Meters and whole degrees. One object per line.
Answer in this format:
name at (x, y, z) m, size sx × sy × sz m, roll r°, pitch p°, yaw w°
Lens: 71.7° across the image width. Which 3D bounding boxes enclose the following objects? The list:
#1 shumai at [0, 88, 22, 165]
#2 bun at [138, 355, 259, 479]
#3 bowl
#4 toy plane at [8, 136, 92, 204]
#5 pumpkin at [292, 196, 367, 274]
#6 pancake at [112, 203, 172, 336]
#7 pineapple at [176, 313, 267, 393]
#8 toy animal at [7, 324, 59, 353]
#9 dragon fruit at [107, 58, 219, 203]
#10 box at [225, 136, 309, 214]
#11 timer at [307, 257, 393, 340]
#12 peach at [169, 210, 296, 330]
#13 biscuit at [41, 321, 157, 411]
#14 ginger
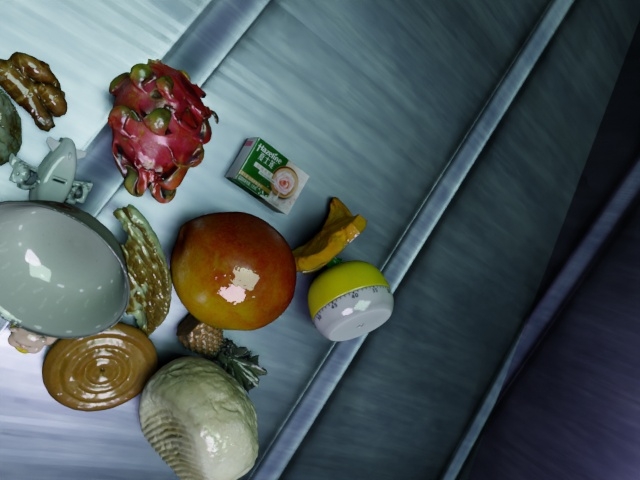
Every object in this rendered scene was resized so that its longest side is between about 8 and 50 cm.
shumai at (-0.669, -0.229, 0.853) m, size 0.183 × 0.141 × 0.184 m, roll -5°, pitch 101°, yaw -30°
bun at (-0.295, 0.458, 1.135) m, size 0.227 × 0.348 × 0.353 m, roll -33°, pitch 95°, yaw -44°
bowl at (-0.547, 0.035, 0.944) m, size 0.336 × 0.158 × 0.338 m, roll 1°, pitch 122°, yaw 1°
toy plane at (-0.581, -0.143, 0.967) m, size 0.174 × 0.080 × 0.174 m, roll -26°, pitch 125°, yaw -44°
pumpkin at (0.020, -0.010, 1.290) m, size 0.290 × 0.258 × 0.095 m, roll -45°, pitch 106°, yaw -13°
pancake at (-0.440, 0.086, 1.069) m, size 0.054 × 0.197 × 0.377 m, roll -57°, pitch 161°, yaw -61°
pineapple at (-0.270, 0.308, 1.242) m, size 0.277 × 0.118 × 0.130 m, roll 54°, pitch 50°, yaw -28°
toy animal at (-0.643, 0.223, 0.998) m, size 0.114 × 0.082 × 0.092 m, roll 26°, pitch 86°, yaw -35°
dragon fruit at (-0.361, -0.239, 1.001) m, size 0.227 × 0.242 × 0.308 m, roll -51°, pitch 127°, yaw -61°
box at (-0.147, -0.179, 1.247) m, size 0.199 × 0.081 × 0.135 m, roll 34°, pitch 81°, yaw -35°
timer at (0.076, 0.149, 1.389) m, size 0.284 × 0.285 × 0.286 m, roll -7°, pitch 104°, yaw -32°
peach at (-0.222, 0.073, 1.131) m, size 0.332 × 0.307 × 0.308 m, roll 40°, pitch 77°, yaw -20°
biscuit at (-0.532, 0.316, 1.084) m, size 0.261 × 0.037 × 0.262 m, roll -12°, pitch 118°, yaw -24°
ginger at (-0.595, -0.319, 0.929) m, size 0.103 × 0.073 × 0.162 m, roll -34°, pitch 123°, yaw -8°
